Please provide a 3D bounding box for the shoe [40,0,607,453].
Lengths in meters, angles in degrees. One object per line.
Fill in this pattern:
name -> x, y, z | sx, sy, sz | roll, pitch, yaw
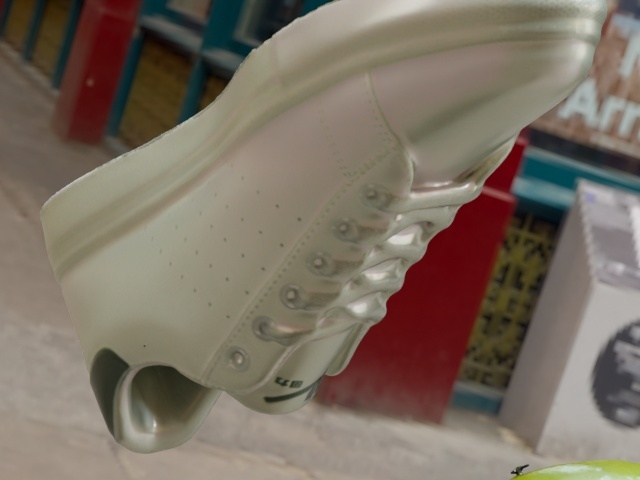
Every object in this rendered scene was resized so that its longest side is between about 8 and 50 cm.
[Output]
shoe -> 0.000, 0.000, 0.532 | 0.095, 0.110, 0.265 | 0, -16, -41

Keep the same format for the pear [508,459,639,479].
pear -> 0.300, 0.371, 1.497 | 0.286, 0.176, 0.282 | 32, 33, -34
